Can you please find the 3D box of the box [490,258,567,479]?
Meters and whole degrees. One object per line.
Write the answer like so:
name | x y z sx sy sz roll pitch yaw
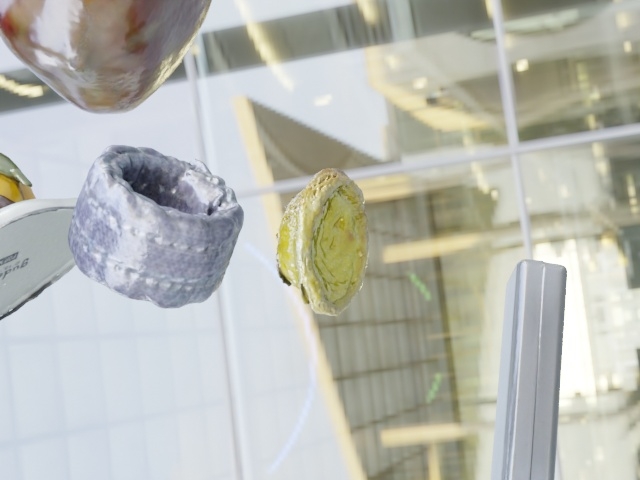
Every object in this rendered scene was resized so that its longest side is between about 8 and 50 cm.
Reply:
box | 0.214 0.147 1.329 0.103 0.055 0.243 93 -175 -71

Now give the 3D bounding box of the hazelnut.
hazelnut | -0.283 -0.351 1.654 0.366 0.366 0.365 -8 -90 -74

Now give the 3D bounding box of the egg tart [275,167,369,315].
egg tart | 0.000 0.000 1.636 0.191 0.074 0.191 -22 -64 -58

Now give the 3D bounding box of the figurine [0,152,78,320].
figurine | -0.338 -0.015 1.212 0.141 0.166 0.250 48 -143 15

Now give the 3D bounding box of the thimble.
thimble | -0.147 -0.014 1.165 0.150 0.150 0.097 -58 -8 -66
